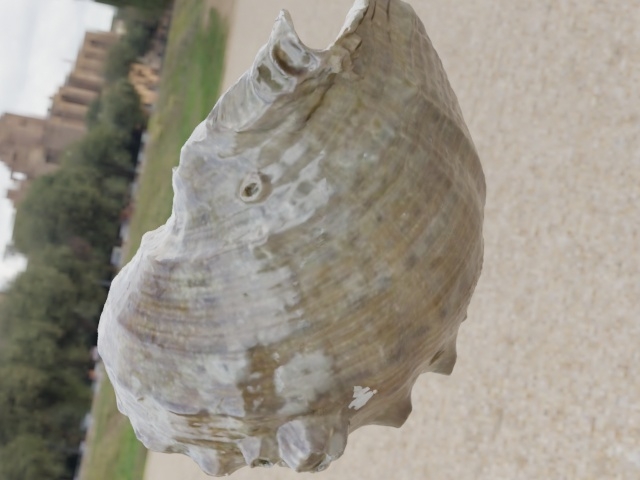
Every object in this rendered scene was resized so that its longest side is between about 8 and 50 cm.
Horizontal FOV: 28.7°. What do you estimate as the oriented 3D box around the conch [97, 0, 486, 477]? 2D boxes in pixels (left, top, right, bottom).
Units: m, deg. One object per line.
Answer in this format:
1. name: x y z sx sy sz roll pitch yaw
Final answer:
1. conch: 0.012 0.013 0.824 0.297 0.210 0.352 -38 -12 -40
